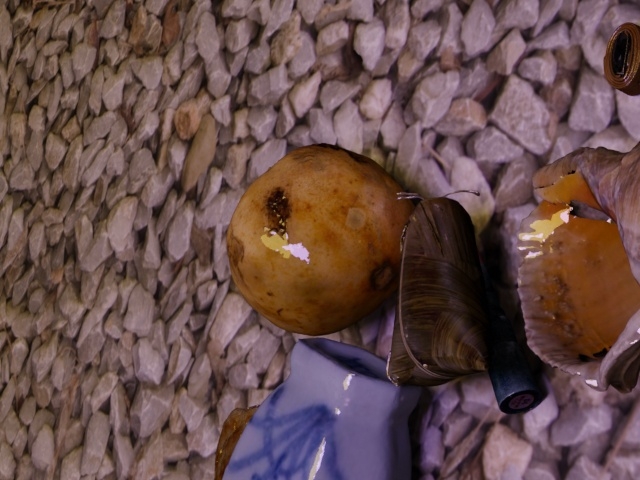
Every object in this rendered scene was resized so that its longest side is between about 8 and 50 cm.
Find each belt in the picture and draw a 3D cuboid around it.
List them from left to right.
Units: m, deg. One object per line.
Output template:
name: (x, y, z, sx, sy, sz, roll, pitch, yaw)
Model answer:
belt: (0.363, -0.215, 1.699, 0.059, 0.036, 0.083, -6, 72, 50)

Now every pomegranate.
pomegranate: (0.000, 0.000, 1.901, 0.260, 0.260, 0.261, -20, 63, 45)

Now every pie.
pie: (-0.104, 0.324, 2.047, 0.163, 0.079, 0.194, 39, 110, 54)

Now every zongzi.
zongzi: (0.162, 0.045, 1.687, 0.241, 0.111, 0.248, 152, 125, -70)

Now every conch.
conch: (0.351, 0.022, 1.518, 0.297, 0.210, 0.352, -62, 16, 2)

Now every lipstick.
lipstick: (0.213, 0.100, 1.766, 0.053, 0.053, 0.234, -42, 46, 33)

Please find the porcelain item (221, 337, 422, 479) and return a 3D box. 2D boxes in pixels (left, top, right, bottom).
porcelain item: (-0.013, 0.340, 1.847, 0.242, 0.178, 0.405, 28, 104, 50)
